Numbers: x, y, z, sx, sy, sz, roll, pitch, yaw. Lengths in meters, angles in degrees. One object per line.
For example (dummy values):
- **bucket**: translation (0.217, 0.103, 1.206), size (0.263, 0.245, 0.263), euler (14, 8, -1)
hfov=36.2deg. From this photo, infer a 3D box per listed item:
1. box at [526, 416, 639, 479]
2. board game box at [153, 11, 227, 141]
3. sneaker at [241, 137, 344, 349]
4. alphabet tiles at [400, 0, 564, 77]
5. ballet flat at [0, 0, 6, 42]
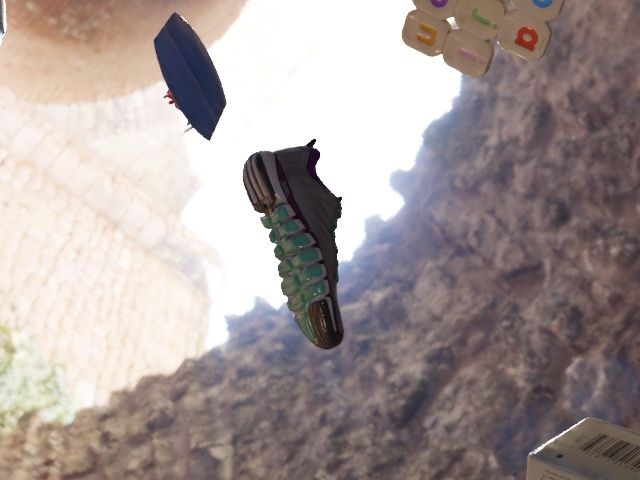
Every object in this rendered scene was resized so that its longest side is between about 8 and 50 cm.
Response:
- **box**: translation (0.217, 0.286, 0.742), size (0.113, 0.275, 0.094), euler (16, -158, 41)
- **board game box**: translation (-0.165, -0.191, 1.165), size (0.033, 0.133, 0.169), euler (-20, -153, 18)
- **sneaker**: translation (0.000, 0.000, 1.046), size (0.098, 0.224, 0.083), euler (-21, -178, -29)
- **alphabet tiles**: translation (0.202, -0.370, 1.309), size (0.021, 0.278, 0.284), euler (-30, 144, -49)
- **ballet flat**: translation (-0.488, -0.210, 0.887), size (0.139, 0.400, 0.139), euler (-14, -107, 58)
